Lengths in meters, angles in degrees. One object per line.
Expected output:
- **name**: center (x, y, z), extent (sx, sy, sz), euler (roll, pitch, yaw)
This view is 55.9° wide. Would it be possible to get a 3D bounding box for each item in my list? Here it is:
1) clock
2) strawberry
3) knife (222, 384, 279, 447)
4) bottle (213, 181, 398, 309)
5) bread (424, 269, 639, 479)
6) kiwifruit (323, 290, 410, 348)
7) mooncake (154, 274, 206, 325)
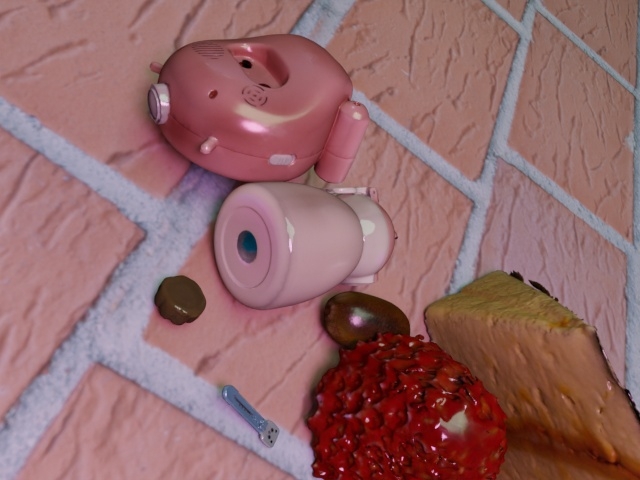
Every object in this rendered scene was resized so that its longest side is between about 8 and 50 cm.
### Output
- **clock**: center (-0.092, -0.178, 0.754), extent (0.241, 0.142, 0.227), euler (-7, 45, -32)
- **strawberry**: center (0.107, 0.214, 0.659), extent (0.234, 0.178, 0.233), euler (3, 78, -14)
- **knife**: center (-0.076, 0.192, 0.663), extent (0.096, 0.010, 0.027), euler (52, 41, -25)
- **bottle**: center (0.000, 0.000, 0.757), extent (0.237, 0.148, 0.147), euler (-5, 68, -44)
- **bread**: center (0.337, 0.203, 0.746), extent (0.242, 0.405, 0.345), euler (-17, 87, -27)
- **kiwifruit**: center (0.062, 0.108, 0.778), extent (0.125, 0.075, 0.075), euler (24, 54, -25)
- **mooncake**: center (-0.125, 0.201, 0.616), extent (0.150, 0.057, 0.346), euler (20, 55, -23)
